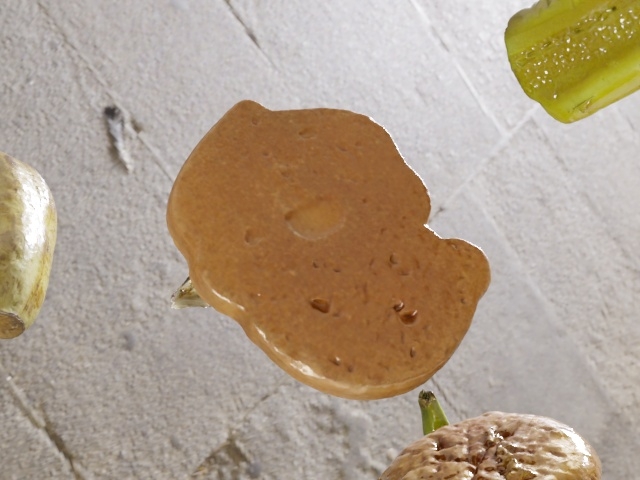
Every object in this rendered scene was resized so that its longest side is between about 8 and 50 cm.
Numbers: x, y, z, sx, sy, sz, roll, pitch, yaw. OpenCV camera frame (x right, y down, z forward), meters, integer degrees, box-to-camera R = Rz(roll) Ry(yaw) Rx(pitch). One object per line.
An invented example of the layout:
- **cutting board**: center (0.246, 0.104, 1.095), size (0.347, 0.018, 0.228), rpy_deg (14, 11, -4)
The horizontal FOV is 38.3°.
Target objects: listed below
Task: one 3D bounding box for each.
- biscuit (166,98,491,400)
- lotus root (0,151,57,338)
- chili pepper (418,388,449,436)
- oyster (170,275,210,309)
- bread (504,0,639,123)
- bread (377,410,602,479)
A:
- **biscuit**: center (0.000, 0.000, 1.212), size (0.349, 0.078, 0.455), rpy_deg (-27, 72, -27)
- **lotus root**: center (-0.317, -0.001, 0.940), size (0.097, 0.110, 0.258), rpy_deg (-16, 46, -6)
- **chili pepper**: center (0.198, 0.333, 1.453), size (0.050, 0.051, 0.202), rpy_deg (-26, 97, -50)
- **oyster**: center (-0.162, 0.065, 1.250), size (0.093, 0.051, 0.034), rpy_deg (-17, 46, -11)
- **bread**: center (0.396, -0.281, 1.096), size (0.112, 0.383, 0.166), rpy_deg (-37, 95, -45)
- **bread**: center (0.230, 0.357, 1.237), size (0.312, 0.312, 0.173), rpy_deg (-34, 113, -45)
